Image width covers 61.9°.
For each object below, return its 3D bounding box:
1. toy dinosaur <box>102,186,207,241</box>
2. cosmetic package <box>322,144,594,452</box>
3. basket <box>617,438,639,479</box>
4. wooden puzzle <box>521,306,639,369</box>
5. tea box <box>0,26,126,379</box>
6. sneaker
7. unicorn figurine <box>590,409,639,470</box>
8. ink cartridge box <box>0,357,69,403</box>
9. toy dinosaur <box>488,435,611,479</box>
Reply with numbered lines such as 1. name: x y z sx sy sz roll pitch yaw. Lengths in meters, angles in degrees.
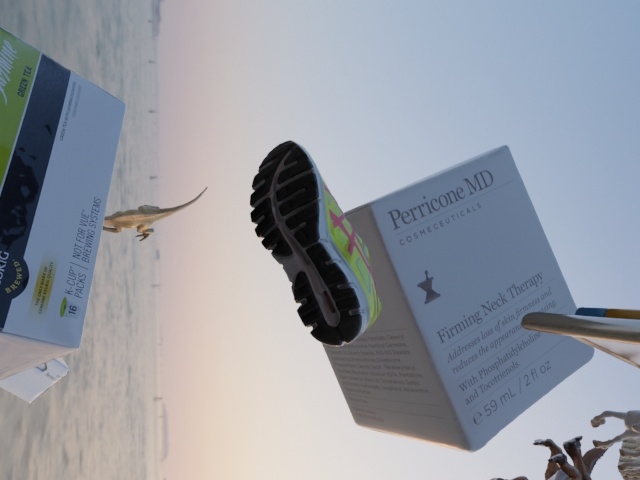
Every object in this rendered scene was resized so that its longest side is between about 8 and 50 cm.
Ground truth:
1. toy dinosaur: -0.248 -0.032 0.748 0.093 0.183 0.053 156 -77 -74
2. cosmetic package: 0.192 0.099 0.958 0.327 0.330 0.393 -21 -88 61
3. basket: 0.674 0.436 1.022 0.167 0.113 0.103 -31 -82 45
4. wooden puzzle: 0.346 0.108 0.498 0.221 0.239 0.044 138 -27 -82
5. tea box: -0.416 -0.055 0.539 0.220 0.324 0.328 -22 -125 31
6. sneaker: 0.000 0.000 0.526 0.082 0.094 0.208 -27 -105 28
7. unicorn figurine: 0.400 0.243 0.663 0.111 0.162 0.060 -38 -146 42
8. ink cartridge box: -0.568 0.169 0.954 0.212 0.093 0.154 36 -22 27
9. toy dinosaur: 0.422 0.455 0.902 0.127 0.296 0.200 -39 -108 45
